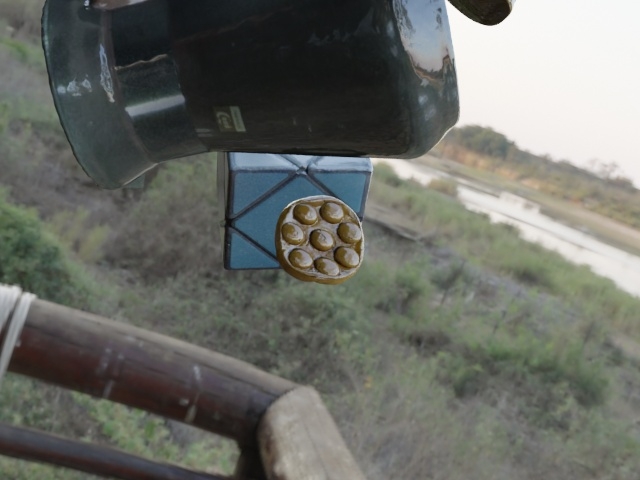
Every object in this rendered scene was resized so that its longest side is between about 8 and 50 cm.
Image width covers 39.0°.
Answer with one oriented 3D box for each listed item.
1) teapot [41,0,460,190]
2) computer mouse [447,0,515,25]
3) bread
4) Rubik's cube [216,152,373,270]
[{"bbox_3d":[-0.061,-0.192,0.827,0.344,0.300,0.253,-12,36,5],"label":"teapot"},{"bbox_3d":[0.172,-0.394,1.222,0.245,0.056,0.126,55,-11,-2],"label":"computer mouse"},{"bbox_3d":[0.000,0.000,1.018,0.110,0.110,0.024,17,-19,-18],"label":"bread"},{"bbox_3d":[-0.048,-0.096,1.355,0.205,0.205,0.207,0,44,-9],"label":"Rubik's cube"}]
